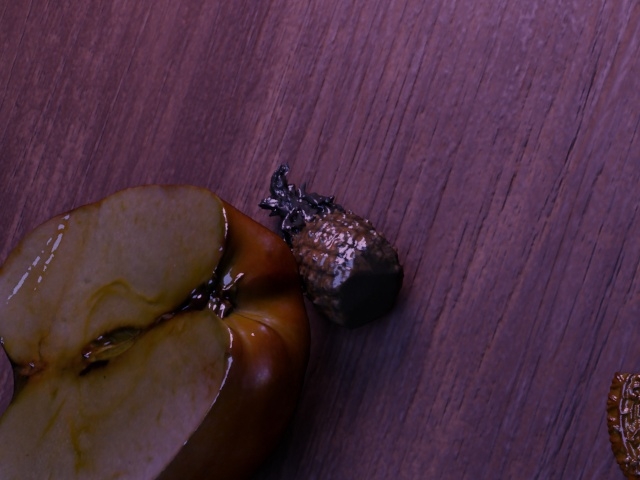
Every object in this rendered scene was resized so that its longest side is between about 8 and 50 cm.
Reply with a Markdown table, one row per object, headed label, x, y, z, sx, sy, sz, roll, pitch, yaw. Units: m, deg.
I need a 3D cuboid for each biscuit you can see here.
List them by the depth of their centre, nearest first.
| label | x | y | z | sx | sy | sz | roll | pitch | yaw |
| --- | --- | --- | --- | --- | --- | --- | --- | --- | --- |
| biscuit | 0.347 | 0.195 | 1.193 | 0.206 | 0.025 | 0.126 | 16 | 89 | 29 |

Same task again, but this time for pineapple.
| label | x | y | z | sx | sy | sz | roll | pitch | yaw |
| --- | --- | --- | --- | --- | --- | --- | --- | --- | --- |
| pineapple | 0.000 | 0.000 | 1.363 | 0.108 | 0.108 | 0.198 | -49 | 53 | 8 |

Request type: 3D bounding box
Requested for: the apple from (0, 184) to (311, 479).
| label | x | y | z | sx | sy | sz | roll | pitch | yaw |
| --- | --- | --- | --- | --- | --- | --- | --- | --- | --- |
| apple | -0.184 | 0.120 | 1.309 | 0.365 | 0.295 | 0.329 | -25 | 97 | 29 |
